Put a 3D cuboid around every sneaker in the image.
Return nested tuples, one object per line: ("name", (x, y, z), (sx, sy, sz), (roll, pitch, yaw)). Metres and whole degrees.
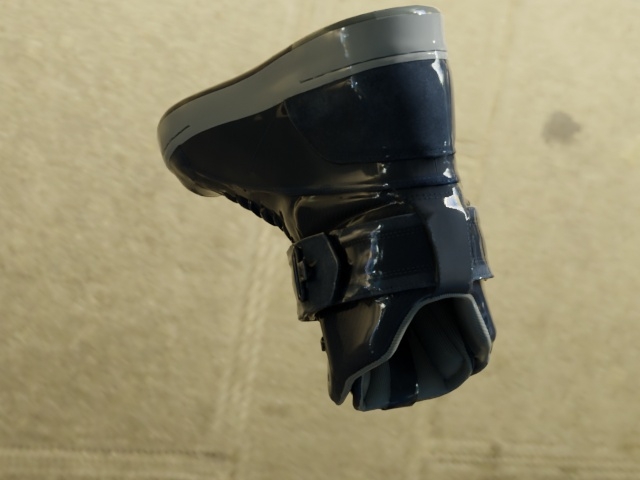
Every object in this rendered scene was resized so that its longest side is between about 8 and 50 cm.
("sneaker", (-0.001, 0.000, 0.801), (0.086, 0.226, 0.163), (-13, 87, -27))
